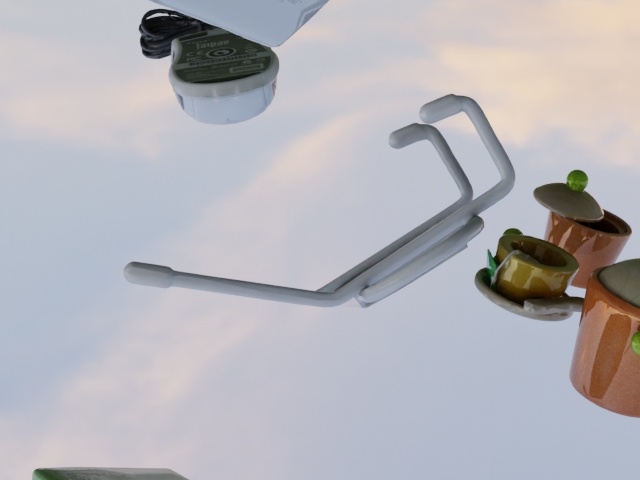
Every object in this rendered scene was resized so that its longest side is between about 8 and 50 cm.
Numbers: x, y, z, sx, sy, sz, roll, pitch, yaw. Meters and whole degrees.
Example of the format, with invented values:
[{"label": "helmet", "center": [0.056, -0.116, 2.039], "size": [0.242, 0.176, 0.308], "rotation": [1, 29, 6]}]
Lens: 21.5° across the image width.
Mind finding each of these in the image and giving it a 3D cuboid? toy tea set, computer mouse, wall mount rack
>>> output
[{"label": "toy tea set", "center": [0.244, 0.024, 1.339], "size": [0.200, 0.124, 0.336], "rotation": [6, -157, -29]}, {"label": "computer mouse", "center": [-0.065, -0.110, 1.076], "size": [0.106, 0.042, 0.193], "rotation": [-7, -156, -2]}, {"label": "wall mount rack", "center": [0.000, 0.000, 1.399], "size": [0.304, 0.130, 0.350], "rotation": [-31, 180, -5]}]

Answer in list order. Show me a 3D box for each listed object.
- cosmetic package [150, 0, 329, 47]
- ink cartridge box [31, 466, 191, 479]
[{"label": "cosmetic package", "center": [-0.018, -0.183, 0.525], "size": [0.151, 0.184, 0.151], "rotation": [51, -166, 14]}, {"label": "ink cartridge box", "center": [-0.107, 0.276, 1.114], "size": [0.117, 0.201, 0.278], "rotation": [5, -177, -27]}]
